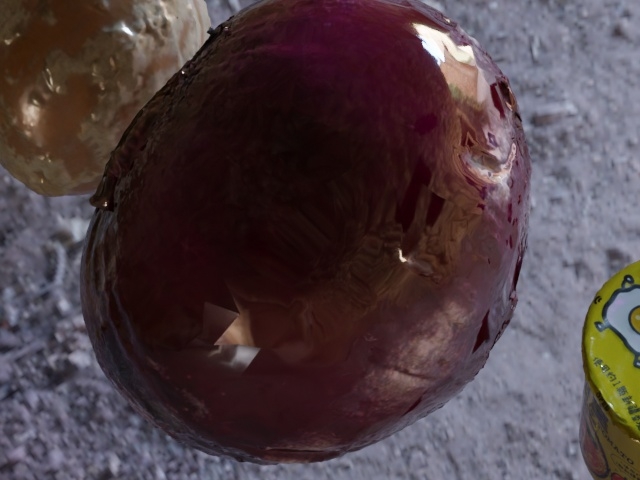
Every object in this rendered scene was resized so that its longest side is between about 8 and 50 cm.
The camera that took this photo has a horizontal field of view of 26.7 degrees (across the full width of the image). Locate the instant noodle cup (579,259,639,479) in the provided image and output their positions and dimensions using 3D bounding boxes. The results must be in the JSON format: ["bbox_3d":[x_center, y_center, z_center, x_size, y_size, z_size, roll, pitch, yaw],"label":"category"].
[{"bbox_3d":[0.482,0.213,1.771,0.325,0.254,0.326,1,55,-1],"label":"instant noodle cup"}]

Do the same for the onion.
[{"bbox_3d":[0.000,0.000,0.871,0.337,0.282,0.260,-51,13,-2],"label":"onion"}]

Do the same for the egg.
[{"bbox_3d":[-0.194,-0.155,1.112,0.203,0.203,0.245,16,90,32],"label":"egg"}]
